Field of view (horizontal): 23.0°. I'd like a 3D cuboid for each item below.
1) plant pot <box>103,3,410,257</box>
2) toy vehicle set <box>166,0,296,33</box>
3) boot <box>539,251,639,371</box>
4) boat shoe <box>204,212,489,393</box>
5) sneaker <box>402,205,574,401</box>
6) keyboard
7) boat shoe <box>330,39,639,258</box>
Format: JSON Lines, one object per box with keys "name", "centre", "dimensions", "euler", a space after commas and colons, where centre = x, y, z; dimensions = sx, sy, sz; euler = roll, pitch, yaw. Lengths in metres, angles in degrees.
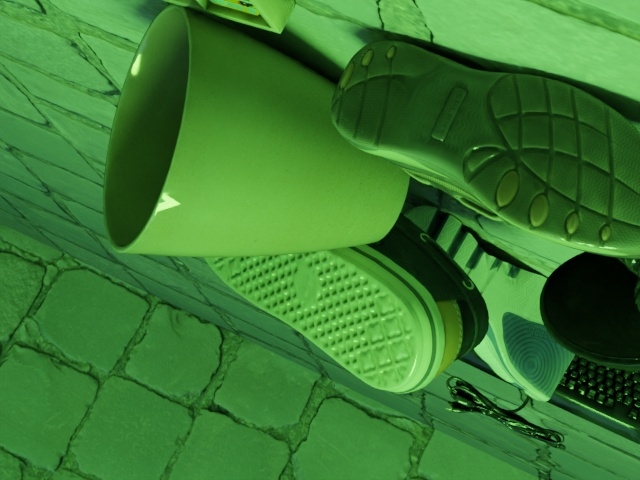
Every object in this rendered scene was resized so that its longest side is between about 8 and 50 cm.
{"name": "plant pot", "centre": [-0.054, -0.088, 1.631], "dimensions": [0.274, 0.256, 0.256], "euler": [12, 175, -22]}
{"name": "toy vehicle set", "centre": [-0.166, -0.280, 1.480], "dimensions": [0.267, 0.035, 0.166], "euler": [20, 166, 32]}
{"name": "boot", "centre": [0.313, 0.032, 1.488], "dimensions": [0.348, 0.131, 0.260], "euler": [2, 161, 41]}
{"name": "boat shoe", "centre": [0.000, 0.000, 1.840], "dimensions": [0.156, 0.187, 0.500], "euler": [-11, -142, -41]}
{"name": "sneaker", "centre": [0.178, 0.063, 2.004], "dimensions": [0.315, 0.127, 0.182], "euler": [39, 169, -19]}
{"name": "keyboard", "centre": [0.285, 0.177, 2.052], "dimensions": [0.317, 0.201, 0.033], "euler": [24, 146, 14]}
{"name": "boat shoe", "centre": [0.175, -0.080, 1.409], "dimensions": [0.355, 0.132, 0.130], "euler": [30, -179, 33]}
